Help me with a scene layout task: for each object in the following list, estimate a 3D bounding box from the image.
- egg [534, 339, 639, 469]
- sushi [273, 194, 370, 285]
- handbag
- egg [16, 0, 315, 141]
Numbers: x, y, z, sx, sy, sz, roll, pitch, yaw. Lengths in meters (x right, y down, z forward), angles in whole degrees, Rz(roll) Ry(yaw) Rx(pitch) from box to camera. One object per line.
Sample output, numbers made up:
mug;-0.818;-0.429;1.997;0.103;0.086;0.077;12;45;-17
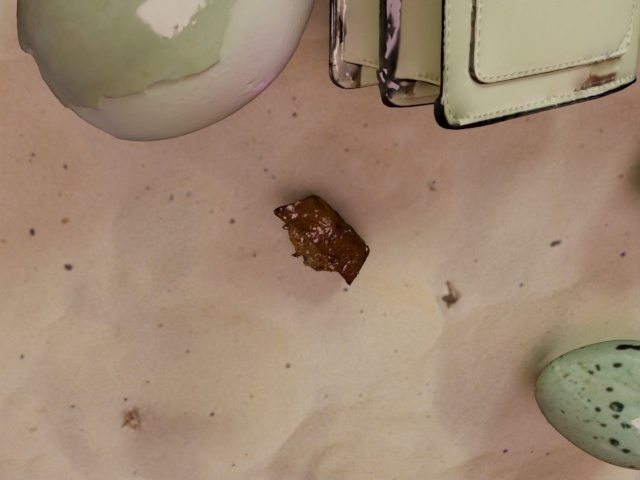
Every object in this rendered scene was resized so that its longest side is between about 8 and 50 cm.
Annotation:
egg;0.300;0.161;0.730;0.164;0.131;0.131;7;114;1
sushi;0.001;0.002;0.674;0.060;0.061;0.118;-43;112;2
handbag;0.131;-0.278;0.494;0.237;0.160;0.358;-14;117;-25
egg;-0.094;-0.179;0.517;0.217;0.183;0.183;-33;112;18
